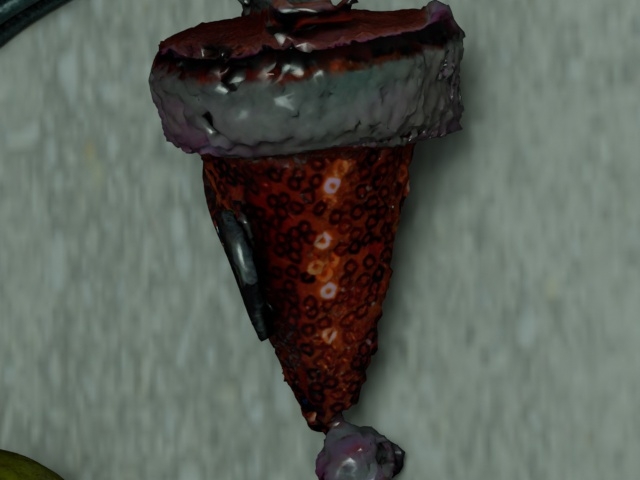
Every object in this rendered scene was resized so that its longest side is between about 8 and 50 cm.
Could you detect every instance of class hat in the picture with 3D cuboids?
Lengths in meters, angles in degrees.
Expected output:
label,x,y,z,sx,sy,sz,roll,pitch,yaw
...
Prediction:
label,x,y,z,sx,sy,sz,roll,pitch,yaw
hat,-0.004,0.000,0.649,0.140,0.129,0.227,18,116,59

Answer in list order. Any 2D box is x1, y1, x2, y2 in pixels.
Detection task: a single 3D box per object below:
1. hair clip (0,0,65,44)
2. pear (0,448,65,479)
label,x,y,z,sx,sy,sz,roll,pitch,yaw
hair clip,-0.154,-0.088,0.728,0.229,0.039,0.070,-36,76,14
pear,-0.145,0.143,0.680,0.107,0.107,0.131,-45,63,13
